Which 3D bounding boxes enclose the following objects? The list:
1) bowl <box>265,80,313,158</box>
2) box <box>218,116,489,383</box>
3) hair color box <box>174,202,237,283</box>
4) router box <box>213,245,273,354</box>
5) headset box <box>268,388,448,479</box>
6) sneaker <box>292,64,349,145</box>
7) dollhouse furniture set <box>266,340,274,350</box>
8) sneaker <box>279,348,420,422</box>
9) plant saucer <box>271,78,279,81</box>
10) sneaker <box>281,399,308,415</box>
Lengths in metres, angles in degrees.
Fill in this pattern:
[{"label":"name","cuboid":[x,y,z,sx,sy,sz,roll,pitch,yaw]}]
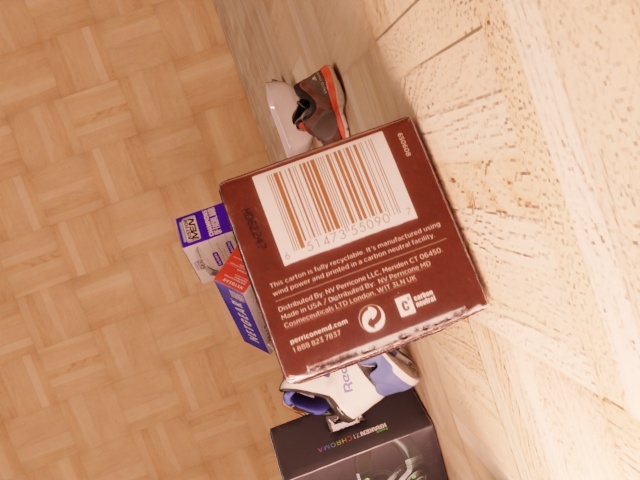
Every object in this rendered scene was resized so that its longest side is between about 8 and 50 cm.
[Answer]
[{"label":"bowl","cuboid":[-0.053,-0.215,1.360,0.142,0.053,0.142,107,142,-83]},{"label":"box","cuboid":[0.023,0.022,0.668,0.203,0.169,0.166,89,160,-79]},{"label":"hair color box","cuboid":[-0.181,-0.025,1.940,0.185,0.339,0.110,76,172,-57]},{"label":"router box","cuboid":[-0.101,0.068,1.782,0.082,0.301,0.335,24,155,20]},{"label":"headset box","cuboid":[0.073,0.389,1.227,0.131,0.247,0.283,-118,8,-61]},{"label":"sneaker","cuboid":[-0.005,-0.154,0.928,0.158,0.065,0.061,78,171,-60]},{"label":"dollhouse furniture set","cuboid":[0.078,0.257,1.833,0.303,0.198,0.286,37,-171,18]},{"label":"sneaker","cuboid":[0.001,0.162,1.164,0.127,0.182,0.315,41,-171,-39]},{"label":"plant saucer","cuboid":[-0.069,-0.271,1.521,0.119,0.021,0.119,161,90,-86]},{"label":"sneaker","cuboid":[0.007,0.380,1.835,0.099,0.121,0.262,34,163,-33]}]
